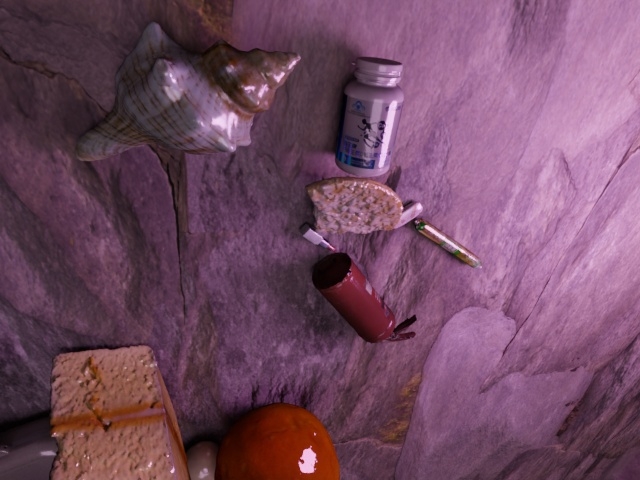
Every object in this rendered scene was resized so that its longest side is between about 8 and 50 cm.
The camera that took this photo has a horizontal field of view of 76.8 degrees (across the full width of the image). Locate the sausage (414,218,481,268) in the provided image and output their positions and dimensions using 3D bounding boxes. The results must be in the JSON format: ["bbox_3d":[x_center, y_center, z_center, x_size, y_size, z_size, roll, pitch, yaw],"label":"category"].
[{"bbox_3d":[0.317,0.010,0.992,0.269,0.033,0.033,29,111,-30],"label":"sausage"}]

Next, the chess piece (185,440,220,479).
[{"bbox_3d":[-0.416,0.690,1.156,0.299,0.167,0.167,-27,126,-3],"label":"chess piece"}]

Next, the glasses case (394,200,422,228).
[{"bbox_3d":[0.193,-0.058,0.917,0.083,0.021,0.032,-33,128,6],"label":"glasses case"}]

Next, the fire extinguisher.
[{"bbox_3d":[0.126,0.162,0.986,0.147,0.107,0.337,-27,127,17],"label":"fire extinguisher"}]

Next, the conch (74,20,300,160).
[{"bbox_3d":[-0.217,-0.216,0.611,0.385,0.169,0.203,-19,100,-6],"label":"conch"}]

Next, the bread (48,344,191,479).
[{"bbox_3d":[-0.429,0.492,0.925,0.241,0.346,0.405,-10,132,-19],"label":"bread"}]

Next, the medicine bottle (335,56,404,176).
[{"bbox_3d":[0.089,-0.221,0.727,0.106,0.107,0.192,-2,123,-15],"label":"medicine bottle"}]

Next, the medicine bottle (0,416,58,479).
[{"bbox_3d":[-0.749,0.581,0.998,0.374,0.123,0.282,-20,127,-2],"label":"medicine bottle"}]

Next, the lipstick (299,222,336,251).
[{"bbox_3d":[0.000,0.000,0.897,0.025,0.025,0.107,-44,128,14],"label":"lipstick"}]

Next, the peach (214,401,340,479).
[{"bbox_3d":[-0.129,0.620,1.085,0.301,0.343,0.343,2,123,-34],"label":"peach"}]

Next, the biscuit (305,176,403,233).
[{"bbox_3d":[0.064,-0.064,0.823,0.188,0.040,0.265,-25,149,33],"label":"biscuit"}]
